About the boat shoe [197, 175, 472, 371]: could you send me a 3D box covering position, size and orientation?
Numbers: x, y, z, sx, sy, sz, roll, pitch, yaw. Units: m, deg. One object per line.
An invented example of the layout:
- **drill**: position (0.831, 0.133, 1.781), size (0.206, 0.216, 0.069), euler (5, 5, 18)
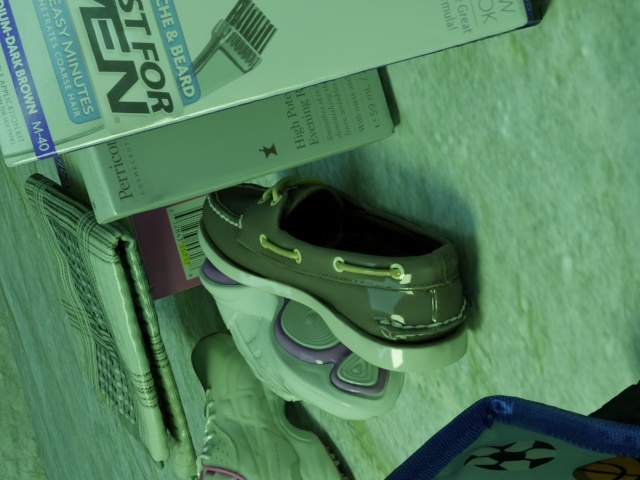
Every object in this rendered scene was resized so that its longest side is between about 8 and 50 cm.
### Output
- **boat shoe**: position (0.000, 0.000, 0.933), size (0.324, 0.116, 0.097), euler (31, 129, 49)

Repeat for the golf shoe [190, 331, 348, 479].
- **golf shoe**: position (-0.090, 0.217, 1.233), size (0.306, 0.140, 0.115), euler (48, 148, 42)

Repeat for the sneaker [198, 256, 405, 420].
- **sneaker**: position (-0.003, 0.096, 1.041), size (0.305, 0.114, 0.152), euler (37, 153, 56)

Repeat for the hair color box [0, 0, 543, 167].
- **hair color box**: position (-0.054, -0.176, 0.683), size (0.110, 0.339, 0.185), euler (-40, -65, -72)

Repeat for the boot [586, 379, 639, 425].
- **boot**: position (0.262, 0.143, 0.536), size (0.223, 0.118, 0.338), euler (58, 160, 11)

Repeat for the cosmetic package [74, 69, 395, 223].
- **cosmetic package**: position (-0.073, -0.100, 0.861), size (0.085, 0.231, 0.117), euler (-11, 98, 70)

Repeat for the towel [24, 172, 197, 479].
- **towel**: position (-0.255, 0.099, 1.310), size (0.312, 0.056, 0.324), euler (26, 135, 54)

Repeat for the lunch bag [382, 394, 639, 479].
- **lunch bag**: position (0.183, 0.265, 0.433), size (0.385, 0.239, 0.328), euler (2, 117, 48)

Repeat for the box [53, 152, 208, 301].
- **box**: position (-0.212, -0.055, 1.312), size (0.243, 0.117, 0.213), euler (3, 110, 62)

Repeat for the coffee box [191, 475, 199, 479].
- **coffee box**: position (-0.119, 0.339, 1.489), size (0.113, 0.040, 0.184), euler (67, 155, 8)
